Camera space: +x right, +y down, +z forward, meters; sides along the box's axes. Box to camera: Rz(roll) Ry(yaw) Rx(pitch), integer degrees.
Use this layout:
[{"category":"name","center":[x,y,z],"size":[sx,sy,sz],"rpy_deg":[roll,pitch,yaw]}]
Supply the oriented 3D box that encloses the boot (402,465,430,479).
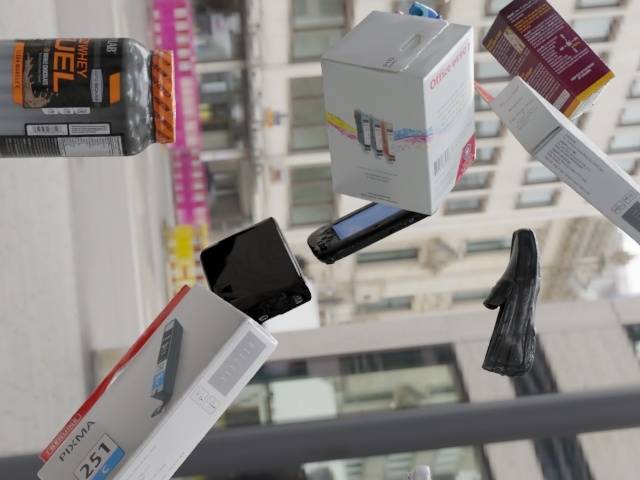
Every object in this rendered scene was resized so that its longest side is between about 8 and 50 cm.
[{"category":"boot","center":[0.109,0.429,2.019],"size":[0.258,0.123,0.095],"rpy_deg":[90,6,-53]}]

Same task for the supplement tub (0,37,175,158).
[{"category":"supplement tub","center":[-0.421,-0.245,2.204],"size":[0.207,0.338,0.207],"rpy_deg":[178,-90,-84]}]

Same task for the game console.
[{"category":"game console","center":[0.000,0.000,1.891],"size":[0.213,0.361,0.044],"rpy_deg":[-119,-176,-59]}]

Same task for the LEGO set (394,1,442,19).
[{"category":"LEGO set","center":[0.159,-0.257,1.850],"size":[0.087,0.093,0.227],"rpy_deg":[128,-25,-47]}]

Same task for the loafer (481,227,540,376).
[{"category":"loafer","center":[0.278,0.088,1.874],"size":[0.076,0.078,0.223],"rpy_deg":[93,4,-77]}]

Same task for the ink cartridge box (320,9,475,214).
[{"category":"ink cartridge box","center":[0.089,-0.143,1.406],"size":[0.128,0.127,0.176],"rpy_deg":[-48,143,-43]}]

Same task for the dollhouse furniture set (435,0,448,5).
[{"category":"dollhouse furniture set","center":[0.200,-0.380,1.712],"size":[0.091,0.114,0.081],"rpy_deg":[-12,-71,44]}]

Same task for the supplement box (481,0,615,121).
[{"category":"supplement box","center":[0.345,-0.277,1.950],"size":[0.188,0.081,0.104],"rpy_deg":[50,-18,10]}]

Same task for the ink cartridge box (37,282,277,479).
[{"category":"ink cartridge box","center":[-0.219,0.181,1.530],"size":[0.066,0.296,0.261],"rpy_deg":[45,-11,-33]}]

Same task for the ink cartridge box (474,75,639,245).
[{"category":"ink cartridge box","center":[0.323,-0.132,1.715],"size":[0.275,0.060,0.239],"rpy_deg":[33,19,-38]}]
